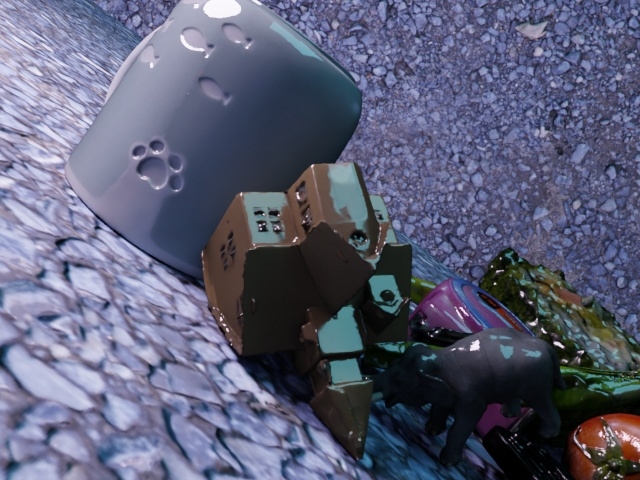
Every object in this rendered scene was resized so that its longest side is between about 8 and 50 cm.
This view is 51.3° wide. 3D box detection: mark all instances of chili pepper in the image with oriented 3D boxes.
[{"bbox_3d":[0.229,0.163,0.810,0.359,0.076,0.085,8,-18,2],"label":"chili pepper"}]

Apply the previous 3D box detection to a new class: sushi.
[{"bbox_3d":[0.428,0.198,1.175,0.294,0.178,0.352,15,31,-31],"label":"sushi"}]

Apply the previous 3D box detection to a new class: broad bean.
[{"bbox_3d":[0.196,0.098,1.327,0.297,0.060,0.043,20,-12,2],"label":"broad bean"}]

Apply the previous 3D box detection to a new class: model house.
[{"bbox_3d":[0.013,0.072,0.613,0.181,0.176,0.248,-1,60,-28],"label":"model house"}]

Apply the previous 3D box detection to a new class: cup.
[{"bbox_3d":[-0.138,-0.156,0.808,0.357,0.274,0.259,44,11,34],"label":"cup"}]

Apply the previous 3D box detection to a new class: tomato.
[{"bbox_3d":[0.413,0.318,0.884,0.167,0.167,0.167,36,9,-7],"label":"tomato"}]

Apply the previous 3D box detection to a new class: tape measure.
[{"bbox_3d":[0.226,0.171,0.976,0.231,0.149,0.245,44,19,24],"label":"tape measure"}]

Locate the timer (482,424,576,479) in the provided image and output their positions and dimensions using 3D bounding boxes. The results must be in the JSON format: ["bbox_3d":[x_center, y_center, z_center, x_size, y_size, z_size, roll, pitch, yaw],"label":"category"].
[{"bbox_3d":[0.272,0.299,0.782,0.187,0.055,0.144,35,10,-36],"label":"timer"}]

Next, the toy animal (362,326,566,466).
[{"bbox_3d":[0.136,0.165,0.717,0.269,0.137,0.082,-5,20,-5],"label":"toy animal"}]
